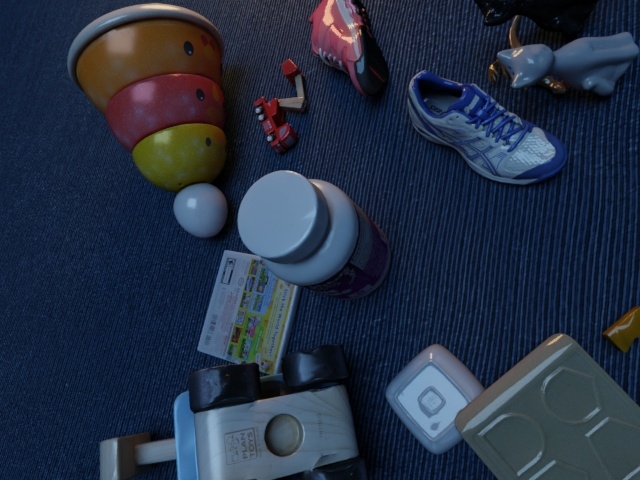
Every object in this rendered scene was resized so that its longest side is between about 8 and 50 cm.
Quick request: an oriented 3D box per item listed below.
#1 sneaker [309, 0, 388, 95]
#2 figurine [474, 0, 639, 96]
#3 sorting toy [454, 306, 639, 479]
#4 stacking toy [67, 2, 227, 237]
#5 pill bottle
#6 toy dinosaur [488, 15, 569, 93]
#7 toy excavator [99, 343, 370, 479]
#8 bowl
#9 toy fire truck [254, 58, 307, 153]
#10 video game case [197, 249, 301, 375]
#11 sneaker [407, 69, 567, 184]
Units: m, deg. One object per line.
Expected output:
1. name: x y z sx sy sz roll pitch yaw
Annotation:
1. sneaker: 0.051 -0.416 0.908 0.136 0.116 0.314 -26 59 28
2. figurine: 0.366 -0.332 0.676 0.209 0.092 0.215 -7 70 -12
3. sorting toy: 0.378 0.250 0.581 0.307 0.041 0.229 -42 74 4
4. stacking toy: -0.325 -0.233 0.962 0.350 0.350 0.480 -22 87 18
5. pill bottle: 0.000 0.000 0.688 0.169 0.301 0.169 -7 73 24
6. toy dinosaur: 0.365 -0.330 0.758 0.112 0.064 0.212 -17 70 -10
7. toy excavator: -0.177 0.361 0.736 0.432 0.445 0.223 -5 67 -19
8. bowl: 0.185 0.255 0.672 0.142 0.053 0.142 -46 63 6
9. toy fire truck: -0.080 -0.307 0.958 0.135 0.047 0.192 -29 66 14
10. video game case: -0.146 0.144 0.876 0.206 0.026 0.227 8 78 27
11. sneaker: 0.270 -0.195 0.715 0.296 0.131 0.112 33 89 27
